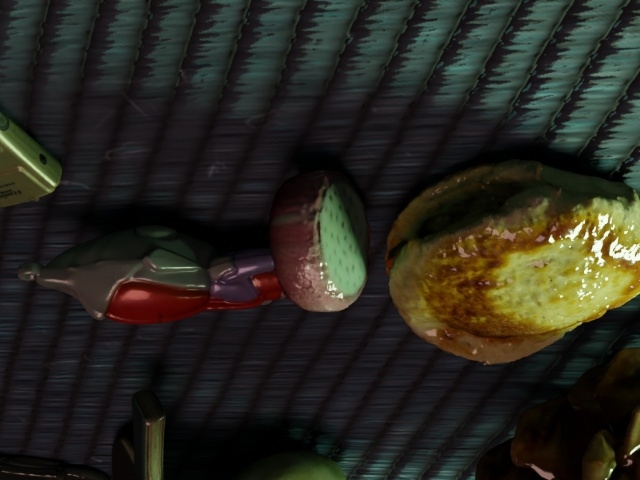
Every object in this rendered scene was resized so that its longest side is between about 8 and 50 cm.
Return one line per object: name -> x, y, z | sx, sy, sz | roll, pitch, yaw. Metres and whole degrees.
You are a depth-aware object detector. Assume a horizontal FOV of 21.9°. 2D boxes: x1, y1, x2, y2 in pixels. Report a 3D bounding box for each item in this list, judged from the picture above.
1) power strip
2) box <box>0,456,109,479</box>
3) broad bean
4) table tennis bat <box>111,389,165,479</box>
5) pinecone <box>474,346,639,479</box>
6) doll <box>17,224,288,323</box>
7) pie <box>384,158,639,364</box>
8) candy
power strip -> -0.254, -0.072, 1.185 | 0.076, 0.028, 0.169 | -14, 141, 28
box -> -0.303, 0.336, 1.721 | 0.163, 0.135, 0.243 | 7, 147, 0
broad bean -> -0.058, 0.270, 1.582 | 0.169, 0.100, 0.228 | -22, 164, -19
table tennis bat -> -0.162, 0.241, 1.546 | 0.022, 0.173, 0.301 | -19, 142, -21
pinecone -> 0.256, 0.268, 1.352 | 0.384, 0.384, 0.384 | 5, 147, 3
doll -> -0.117, 0.028, 1.269 | 0.227, 0.075, 0.102 | 2, 158, -9
pie -> 0.145, 0.020, 1.197 | 0.179, 0.084, 0.205 | 28, 138, -29
candy -> 0.000, 0.000, 1.179 | 0.043, 0.103, 0.103 | -6, 145, 23
